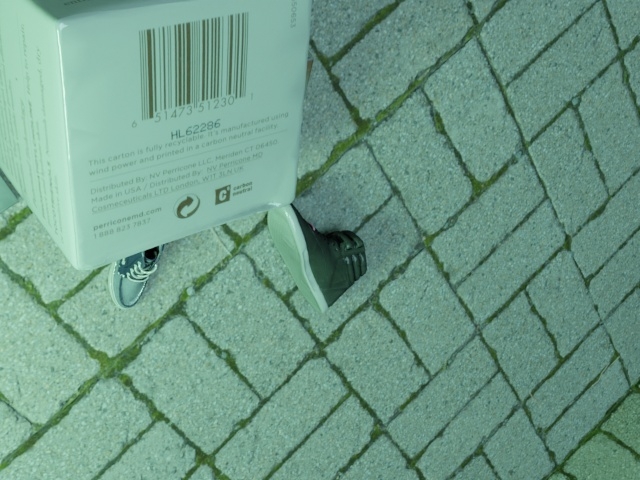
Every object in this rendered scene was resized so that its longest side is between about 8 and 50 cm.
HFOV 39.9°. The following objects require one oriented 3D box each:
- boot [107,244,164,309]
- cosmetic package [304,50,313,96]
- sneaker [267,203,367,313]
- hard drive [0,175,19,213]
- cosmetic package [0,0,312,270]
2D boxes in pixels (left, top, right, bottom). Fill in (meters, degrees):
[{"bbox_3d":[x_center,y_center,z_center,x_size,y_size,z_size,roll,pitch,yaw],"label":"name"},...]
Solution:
[{"bbox_3d":[-0.320,0.044,1.537,0.069,0.086,0.190,-2,111,-34],"label":"boot"},{"bbox_3d":[-0.126,-0.212,1.447,0.153,0.129,0.296,-17,148,-24],"label":"cosmetic package"},{"bbox_3d":[0.000,0.000,1.733,0.147,0.104,0.295,-38,133,-17],"label":"sneaker"},{"bbox_3d":[-0.554,-0.061,1.370,0.135,0.022,0.094,-37,127,-15],"label":"hard drive"},{"bbox_3d":[-0.257,-0.233,1.158,0.329,0.394,0.327,-19,133,-30],"label":"cosmetic package"}]
